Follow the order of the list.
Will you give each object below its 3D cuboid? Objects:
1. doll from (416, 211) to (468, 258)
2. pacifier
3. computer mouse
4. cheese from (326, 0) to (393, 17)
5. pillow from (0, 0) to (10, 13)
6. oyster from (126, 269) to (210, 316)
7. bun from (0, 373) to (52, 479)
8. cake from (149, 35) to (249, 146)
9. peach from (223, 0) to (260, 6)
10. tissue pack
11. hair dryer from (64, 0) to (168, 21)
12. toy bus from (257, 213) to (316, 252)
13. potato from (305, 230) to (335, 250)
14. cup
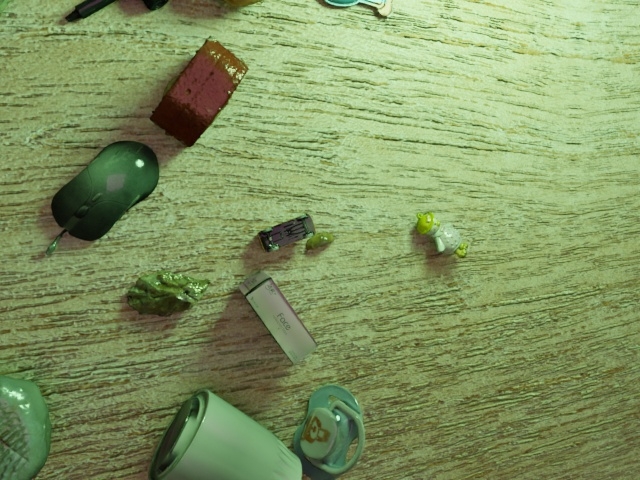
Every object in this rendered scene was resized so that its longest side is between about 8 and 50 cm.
[{"bbox_3d":[0.383,-0.021,1.490,0.207,0.081,0.129,37,53,-13],"label":"doll"},{"bbox_3d":[0.050,0.584,1.412,0.207,0.227,0.279,27,86,-57],"label":"pacifier"},{"bbox_3d":[-0.571,-0.103,1.195,0.167,0.090,0.379,42,84,-15],"label":"computer mouse"},{"bbox_3d":[0.101,-0.726,1.368,0.256,0.037,0.106,8,93,-19],"label":"cheese"},{"bbox_3d":[-0.766,-0.632,1.094,0.134,0.078,0.181,38,82,-16],"label":"pillow"},{"bbox_3d":[-0.416,0.152,1.270,0.209,0.072,0.132,12,88,-15],"label":"oyster"},{"bbox_3d":[-0.817,0.468,1.112,0.355,0.194,0.354,-1,93,-14],"label":"bun"},{"bbox_3d":[-0.309,-0.383,1.201,0.151,0.177,0.283,38,85,-16],"label":"cake"},{"bbox_3d":[-0.202,-0.699,1.208,0.184,0.184,0.184,-1,95,-17],"label":"peach"},{"bbox_3d":[-0.123,0.211,1.324,0.092,0.148,0.246,-36,105,-12],"label":"tissue pack"},{"bbox_3d":[-0.521,-0.608,1.186,0.255,0.070,0.128,-35,104,-4],"label":"hair dryer"},{"bbox_3d":[-0.098,-0.021,1.348,0.162,0.074,0.069,-21,93,-12],"label":"toy bus"},{"bbox_3d":[0.000,-0.001,1.398,0.093,0.036,0.037,-22,104,-13],"label":"potato"},{"bbox_3d":[-0.253,0.597,1.266,0.371,0.253,0.253,40,83,-19],"label":"cup"}]
